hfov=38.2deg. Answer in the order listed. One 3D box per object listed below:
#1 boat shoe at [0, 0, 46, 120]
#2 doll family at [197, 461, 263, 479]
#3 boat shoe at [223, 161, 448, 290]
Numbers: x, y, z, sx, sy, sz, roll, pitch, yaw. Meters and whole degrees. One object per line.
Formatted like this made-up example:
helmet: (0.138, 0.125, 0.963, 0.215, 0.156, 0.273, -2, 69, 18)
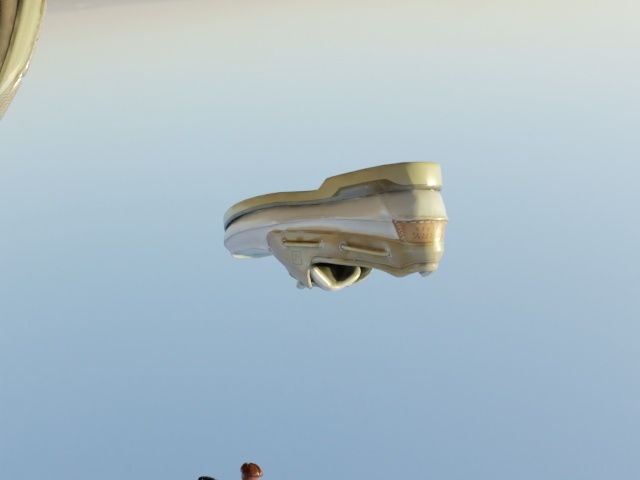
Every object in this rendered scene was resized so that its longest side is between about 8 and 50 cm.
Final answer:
boat shoe: (-0.280, -0.225, 0.672, 0.130, 0.355, 0.132, 12, 148, -35)
doll family: (-0.122, 0.297, 1.001, 0.076, 0.111, 0.193, 16, 179, 12)
boat shoe: (0.000, 0.000, 0.922, 0.113, 0.103, 0.302, -3, 174, -37)
